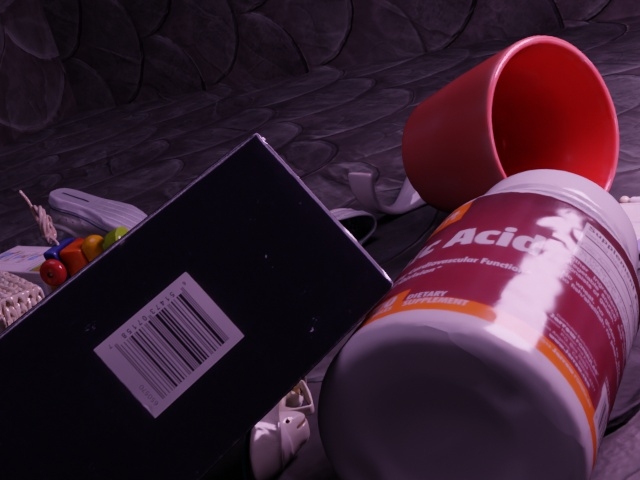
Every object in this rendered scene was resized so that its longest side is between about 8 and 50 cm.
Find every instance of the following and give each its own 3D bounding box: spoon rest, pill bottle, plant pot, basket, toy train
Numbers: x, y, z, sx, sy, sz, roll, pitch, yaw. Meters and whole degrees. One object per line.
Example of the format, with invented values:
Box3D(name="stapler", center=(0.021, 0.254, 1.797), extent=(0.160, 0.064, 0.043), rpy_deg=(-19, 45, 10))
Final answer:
Box3D(name="spoon rest", center=(0.168, -0.098, 1.746), extent=(0.276, 0.084, 0.137), rpy_deg=(-13, 14, -38))
Box3D(name="pill bottle", center=(0.173, 0.085, 0.934), extent=(0.224, 0.224, 0.392), rpy_deg=(-6, 21, 28))
Box3D(name="plant pot", center=(0.271, -0.147, 1.523), extent=(0.275, 0.274, 0.243), rpy_deg=(-28, 11, -33))
Box3D(name="basket", center=(-0.439, 0.111, 1.365), extent=(0.103, 0.113, 0.167), rpy_deg=(-26, 22, -32))
Box3D(name="toy train", center=(-0.345, 0.013, 1.509), extent=(0.143, 0.248, 0.105), rpy_deg=(-20, 15, 25))

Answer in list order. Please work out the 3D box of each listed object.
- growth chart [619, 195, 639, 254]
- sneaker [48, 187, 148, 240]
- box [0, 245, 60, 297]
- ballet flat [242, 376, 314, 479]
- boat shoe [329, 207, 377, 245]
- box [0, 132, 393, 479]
Box3D(name="growth chart", center=(0.422, -0.017, 1.356), extent=(0.237, 0.021, 0.172), rpy_deg=(-28, 22, -34))
Box3D(name="sneaker", center=(-0.436, -0.029, 2.008), extent=(0.258, 0.091, 0.094), rpy_deg=(21, 30, 28))
Box3D(name="box", center=(-0.462, 0.079, 1.655), extent=(0.203, 0.114, 0.103), rpy_deg=(0, 23, 39))
Box3D(name="ballet flat", center=(-0.041, 0.188, 1.062), extent=(0.068, 0.072, 0.213), rpy_deg=(-5, 19, 3))
Box3D(name="boat shoe", center=(0.001, 0.001, 1.560), extent=(0.081, 0.079, 0.228), rpy_deg=(-3, 18, 46))
Box3D(name="box", center=(-0.155, 0.120, 0.876), extent=(0.343, 0.179, 0.312), rpy_deg=(-42, 0, -27))
